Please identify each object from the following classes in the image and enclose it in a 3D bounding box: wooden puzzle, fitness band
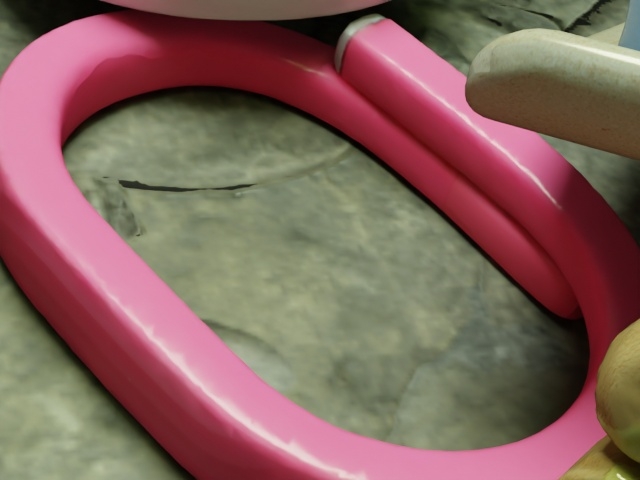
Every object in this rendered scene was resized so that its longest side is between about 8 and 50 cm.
[{"bbox_3d":[0.258,-0.054,0.600,0.322,0.080,0.348,17,15,21],"label":"wooden puzzle"},{"bbox_3d":[0.000,0.000,0.623,0.209,0.054,0.291,-27,57,-37],"label":"fitness band"}]

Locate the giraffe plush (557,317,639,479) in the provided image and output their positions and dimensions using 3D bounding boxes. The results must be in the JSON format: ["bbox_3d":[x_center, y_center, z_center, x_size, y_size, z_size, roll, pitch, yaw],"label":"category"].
[{"bbox_3d":[0.203,0.088,0.515,0.170,0.181,0.210,-22,78,-44],"label":"giraffe plush"}]

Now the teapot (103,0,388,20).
[{"bbox_3d":[-0.043,-0.223,0.708,0.252,0.187,0.256,26,38,31],"label":"teapot"}]
